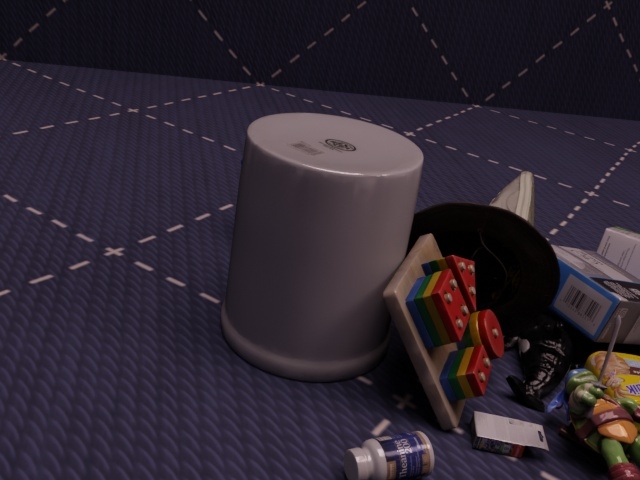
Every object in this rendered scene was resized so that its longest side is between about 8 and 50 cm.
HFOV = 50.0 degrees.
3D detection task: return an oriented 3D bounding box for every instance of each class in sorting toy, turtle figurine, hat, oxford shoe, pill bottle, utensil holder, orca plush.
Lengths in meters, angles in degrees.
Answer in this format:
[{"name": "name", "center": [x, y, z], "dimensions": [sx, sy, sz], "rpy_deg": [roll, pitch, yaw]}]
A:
[{"name": "sorting toy", "center": [0.229, 0.138, 1.173], "dimensions": [0.089, 0.257, 0.255], "rpy_deg": [-19, 13, 28]}, {"name": "turtle figurine", "center": [0.480, 0.271, 1.025], "dimensions": [0.198, 0.274, 0.266], "rpy_deg": [34, 31, -42]}, {"name": "hat", "center": [0.298, 0.030, 1.347], "dimensions": [0.331, 0.331, 0.134], "rpy_deg": [15, 38, 12]}, {"name": "oxford shoe", "center": [0.503, -0.075, 1.827], "dimensions": [0.130, 0.169, 0.449], "rpy_deg": [-2, 22, 22]}, {"name": "pill bottle", "center": [0.098, 0.317, 0.990], "dimensions": [0.120, 0.067, 0.067], "rpy_deg": [-3, 29, -23]}, {"name": "utensil holder", "center": [0.000, 0.000, 1.234], "dimensions": [0.327, 0.385, 0.327], "rpy_deg": [8, 26, -4]}, {"name": "orca plush", "center": [0.419, 0.194, 1.304], "dimensions": [0.151, 0.102, 0.287], "rpy_deg": [26, 31, 29]}]

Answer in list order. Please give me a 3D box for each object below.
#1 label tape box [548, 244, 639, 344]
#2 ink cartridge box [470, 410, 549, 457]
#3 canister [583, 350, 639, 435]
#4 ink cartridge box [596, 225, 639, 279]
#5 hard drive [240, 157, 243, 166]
[{"name": "label tape box", "center": [0.608, 0.115, 1.440], "dimensions": [0.333, 0.106, 0.240], "rpy_deg": [8, 23, -34]}, {"name": "ink cartridge box", "center": [0.302, 0.316, 1.106], "dimensions": [0.115, 0.029, 0.063], "rpy_deg": [12, 26, 2]}, {"name": "canister", "center": [0.557, 0.275, 1.225], "dimensions": [0.126, 0.073, 0.170], "rpy_deg": [8, 25, -4]}, {"name": "ink cartridge box", "center": [0.805, 0.068, 1.621], "dimensions": [0.278, 0.117, 0.201], "rpy_deg": [24, 14, 27]}, {"name": "hard drive", "center": [-0.037, -0.096, 1.507], "dimensions": [0.040, 0.210, 0.318], "rpy_deg": [-41, 27, -26]}]
